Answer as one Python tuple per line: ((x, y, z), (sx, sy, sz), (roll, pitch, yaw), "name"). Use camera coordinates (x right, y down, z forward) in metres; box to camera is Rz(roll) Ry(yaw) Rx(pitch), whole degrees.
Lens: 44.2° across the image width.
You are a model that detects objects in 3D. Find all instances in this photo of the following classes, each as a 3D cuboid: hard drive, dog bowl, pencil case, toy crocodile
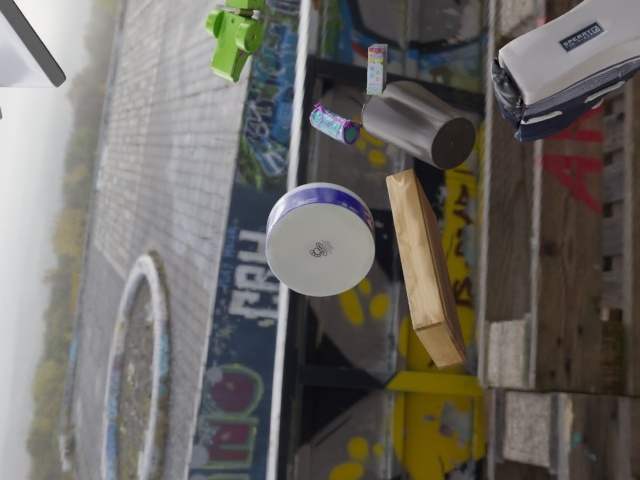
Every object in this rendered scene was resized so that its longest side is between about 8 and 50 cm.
((-0.685, -0.411, 1.652), (0.307, 0.203, 0.040), (9, 51, 39), "hard drive")
((0.000, 0.000, 1.893), (0.104, 0.265, 0.265), (-90, 18, -60), "dog bowl")
((0.038, -0.298, 2.027), (0.152, 0.064, 0.070), (34, 147, 45), "pencil case")
((-0.160, -0.508, 1.677), (0.115, 0.105, 0.340), (22, 108, 28), "toy crocodile")

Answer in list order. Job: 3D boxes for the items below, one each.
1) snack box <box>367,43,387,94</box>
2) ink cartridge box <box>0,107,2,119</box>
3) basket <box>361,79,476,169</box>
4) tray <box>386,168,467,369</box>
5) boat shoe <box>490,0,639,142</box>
((0.127, -0.381, 1.745), (0.141, 0.037, 0.100), (-63, -26, -71), "snack box")
((-0.864, -0.280, 1.844), (0.097, 0.207, 0.046), (37, 144, 17), "ink cartridge box")
((0.239, -0.263, 1.825), (0.227, 0.204, 0.154), (43, 133, 49), "basket")
((0.239, 0.059, 1.773), (0.203, 0.076, 0.411), (55, -156, -49), "tray")
((0.403, -0.264, 1.135), (0.158, 0.340, 0.127), (63, -175, -65), "boat shoe")
